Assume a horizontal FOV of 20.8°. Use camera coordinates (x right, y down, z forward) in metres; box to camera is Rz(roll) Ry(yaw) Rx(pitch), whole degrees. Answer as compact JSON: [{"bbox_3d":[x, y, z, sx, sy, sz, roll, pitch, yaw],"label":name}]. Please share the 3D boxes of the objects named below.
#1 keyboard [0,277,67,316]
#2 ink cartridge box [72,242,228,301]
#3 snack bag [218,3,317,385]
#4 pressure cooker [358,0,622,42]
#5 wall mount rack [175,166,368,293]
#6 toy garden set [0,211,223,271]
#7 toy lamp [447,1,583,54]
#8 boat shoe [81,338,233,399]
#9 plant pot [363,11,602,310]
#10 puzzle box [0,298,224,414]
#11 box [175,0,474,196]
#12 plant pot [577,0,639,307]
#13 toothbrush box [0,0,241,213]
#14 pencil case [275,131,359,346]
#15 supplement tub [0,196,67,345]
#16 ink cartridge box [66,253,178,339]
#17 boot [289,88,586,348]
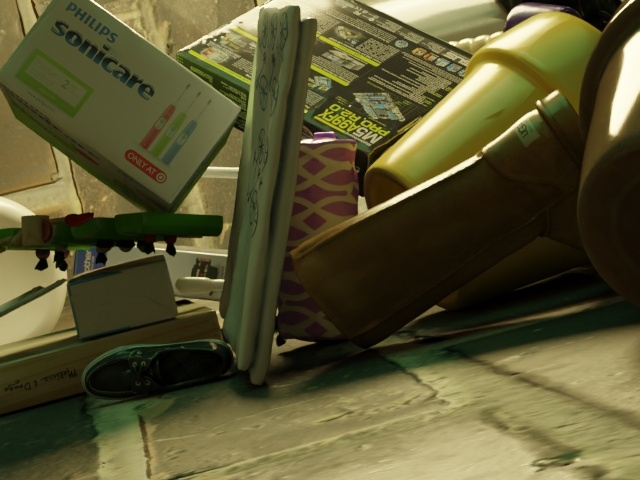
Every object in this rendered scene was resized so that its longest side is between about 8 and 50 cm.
[{"bbox_3d":[-0.374,0.099,1.769,0.256,0.014,0.072,-29,8,-31],"label":"keyboard"},{"bbox_3d":[-0.158,0.035,2.035,0.311,0.065,0.186,8,2,13],"label":"ink cartridge box"},{"bbox_3d":[-0.058,-0.058,1.607,0.037,0.323,0.342,7,7,-8],"label":"snack bag"},{"bbox_3d":[0.214,-0.173,2.220,0.420,0.375,0.370,-14,0,8],"label":"pressure cooker"},{"bbox_3d":[-0.015,-0.053,1.920,0.304,0.130,0.350,-30,39,11],"label":"wall mount rack"},{"bbox_3d":[-0.255,0.005,1.757,0.244,0.049,0.204,-6,-5,43],"label":"toy garden set"},{"bbox_3d":[0.176,-0.213,1.927,0.080,0.080,0.274,-16,8,-40],"label":"toy lamp"},{"bbox_3d":[-0.150,0.116,1.594,0.142,0.049,0.040,-12,3,0],"label":"boat shoe"},{"bbox_3d":[0.184,-0.058,1.696,0.239,0.254,0.254,-32,9,-18],"label":"plant pot"},{"bbox_3d":[-0.317,0.140,1.854,0.409,0.052,0.272,-14,4,-10],"label":"puzzle box"},{"bbox_3d":[0.016,-0.168,1.840,0.270,0.060,0.216,29,47,30],"label":"box"},{"bbox_3d":[0.290,-0.058,1.284,0.263,0.263,0.229,-12,21,35],"label":"plant pot"},{"bbox_3d":[-0.203,-0.129,1.766,0.122,0.206,0.283,-54,3,-8],"label":"toothbrush box"},{"bbox_3d":[0.000,0.000,1.674,0.086,0.206,0.088,2,5,20],"label":"pencil case"},{"bbox_3d":[-0.507,0.063,2.423,0.235,0.235,0.325,-15,3,-26],"label":"supplement tub"},{"bbox_3d":[-0.207,0.056,1.832,0.104,0.061,0.181,-13,3,-6],"label":"ink cartridge box"},{"bbox_3d":[0.141,0.012,1.523,0.269,0.236,0.089,-33,35,9],"label":"boot"}]
